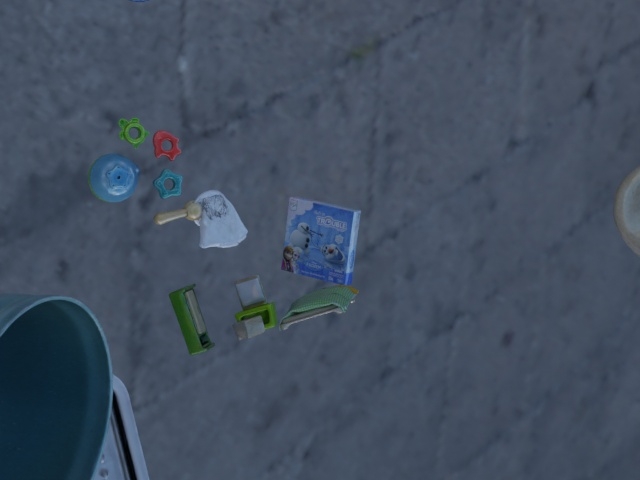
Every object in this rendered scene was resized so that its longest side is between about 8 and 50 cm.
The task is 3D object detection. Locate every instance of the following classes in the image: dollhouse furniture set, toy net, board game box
[{"bbox_3d":[-0.048,0.049,1.337,0.076,0.151,0.058,-29,101,-78],"label":"dollhouse furniture set"},{"bbox_3d":[-0.201,-0.072,2.150,0.232,0.045,0.122,29,81,-17],"label":"toy net"},{"bbox_3d":[0.000,0.000,1.827,0.020,0.090,0.090,-10,110,-59],"label":"board game box"}]

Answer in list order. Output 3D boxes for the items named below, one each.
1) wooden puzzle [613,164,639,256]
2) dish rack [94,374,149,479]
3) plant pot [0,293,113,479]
[{"bbox_3d":[0.424,-0.016,1.026,0.322,0.348,0.080,-35,150,-19],"label":"wooden puzzle"},{"bbox_3d":[-0.382,0.357,2.174,0.285,0.072,0.333,-14,100,-11],"label":"dish rack"},{"bbox_3d":[-0.386,0.187,1.688,0.293,0.196,0.293,10,90,-66],"label":"plant pot"}]
